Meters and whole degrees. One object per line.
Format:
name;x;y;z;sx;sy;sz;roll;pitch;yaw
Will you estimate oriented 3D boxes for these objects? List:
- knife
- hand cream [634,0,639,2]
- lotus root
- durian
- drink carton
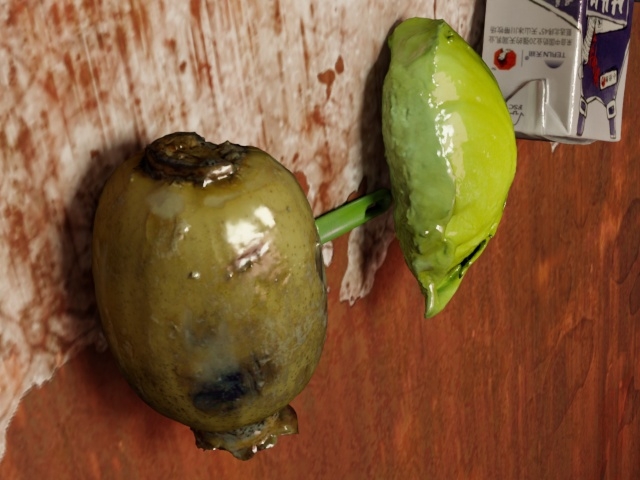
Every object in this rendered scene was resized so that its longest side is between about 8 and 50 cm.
knife;0.001;0.000;1.176;0.212;0.015;0.054;-28;128;-50
hand cream;0.327;-0.421;1.420;0.185;0.118;0.359;-38;132;-60
lotus root;-0.070;0.054;0.959;0.154;0.154;0.278;-45;143;-39
durian;0.103;-0.067;1.220;0.139;0.101;0.250;-27;120;-41
drink carton;0.224;-0.203;1.332;0.134;0.101;0.222;-3;99;-60
